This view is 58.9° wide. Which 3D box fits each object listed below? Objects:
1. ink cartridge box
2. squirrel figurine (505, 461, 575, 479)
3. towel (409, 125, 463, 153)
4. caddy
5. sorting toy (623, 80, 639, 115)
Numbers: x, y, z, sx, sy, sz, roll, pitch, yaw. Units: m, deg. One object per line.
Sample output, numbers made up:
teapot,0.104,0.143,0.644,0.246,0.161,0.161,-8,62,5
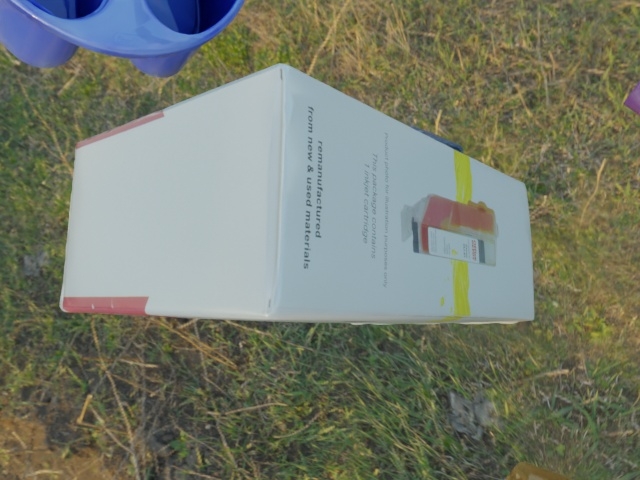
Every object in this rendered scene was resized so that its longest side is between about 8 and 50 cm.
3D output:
ink cartridge box,0.000,0.000,0.555,0.279,0.384,0.161,-6,78,41
squirrel figurine,0.286,0.353,0.341,0.396,0.370,0.281,22,76,12
towel,0.197,-0.171,0.994,0.119,0.067,0.029,-123,50,-64
caddy,-0.190,-0.311,0.499,0.179,0.241,0.342,-17,79,59
sorting toy,0.618,-0.253,0.849,0.365,0.127,0.126,-31,64,-22
